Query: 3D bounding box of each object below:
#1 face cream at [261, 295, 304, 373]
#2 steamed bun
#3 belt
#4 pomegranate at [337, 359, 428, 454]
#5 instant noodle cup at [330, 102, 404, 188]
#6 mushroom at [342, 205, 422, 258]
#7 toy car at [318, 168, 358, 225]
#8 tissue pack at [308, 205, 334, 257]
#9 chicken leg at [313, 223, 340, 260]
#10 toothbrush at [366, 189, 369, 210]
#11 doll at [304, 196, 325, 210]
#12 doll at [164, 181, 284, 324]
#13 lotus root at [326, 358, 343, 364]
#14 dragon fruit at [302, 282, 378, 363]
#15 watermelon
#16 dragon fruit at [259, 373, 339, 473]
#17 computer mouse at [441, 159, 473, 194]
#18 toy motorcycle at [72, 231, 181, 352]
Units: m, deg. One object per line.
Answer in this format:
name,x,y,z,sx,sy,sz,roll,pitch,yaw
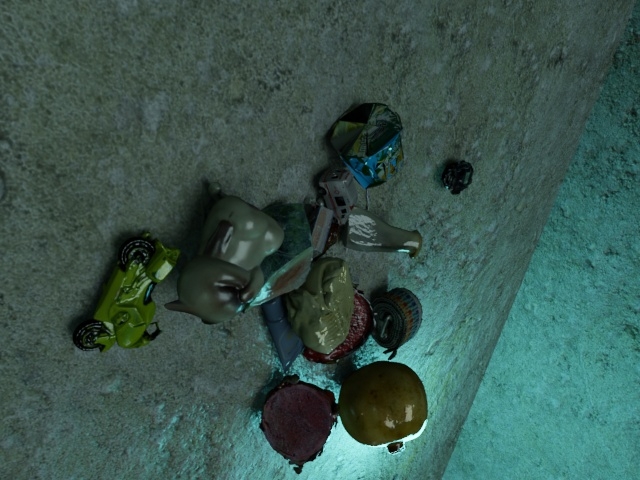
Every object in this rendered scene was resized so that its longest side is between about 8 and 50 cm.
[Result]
face cream,-0.134,0.322,1.788,0.135,0.086,0.385,-51,143,-32
steamed bun,-0.016,0.212,1.719,0.276,0.203,0.289,-26,113,-57
belt,0.305,0.347,2.140,0.160,0.207,0.295,-23,142,-39
pomegranate,0.283,0.718,2.161,0.416,0.416,0.417,-22,126,-34
instant noodle cup,0.167,-0.304,1.629,0.240,0.240,0.178,-49,143,-12
mushroom,0.230,-0.020,1.843,0.328,0.122,0.159,12,129,-13
toy car,0.072,-0.142,1.680,0.089,0.108,0.210,-62,142,-41
tissue pack,-0.016,-0.026,1.644,0.065,0.115,0.155,20,72,-15
chicken leg,0.000,0.000,1.752,0.234,0.063,0.105,-40,139,-24
toothbrush,0.177,-0.171,1.861,0.011,0.013,0.131,-31,131,-41
doll,-0.016,-0.120,1.685,0.085,0.040,0.058,-8,105,-46
doll,-0.243,0.045,1.346,0.215,0.226,0.370,40,62,-60
lotus root,0.078,0.444,2.066,0.203,0.078,0.183,2,112,-46
dragon fruit,0.076,0.315,1.931,0.282,0.100,0.344,10,106,-4
watermelon,-0.139,0.069,1.564,0.387,0.228,0.258,-50,147,-3
dragon fruit,-0.082,0.682,1.937,0.314,0.296,0.263,-61,173,-3
computer mouse,0.584,-0.279,2.146,0.241,0.077,0.147,-12,120,-44
toy motorcycle,-0.484,0.155,1.311,0.206,0.142,0.342,25,95,-48
